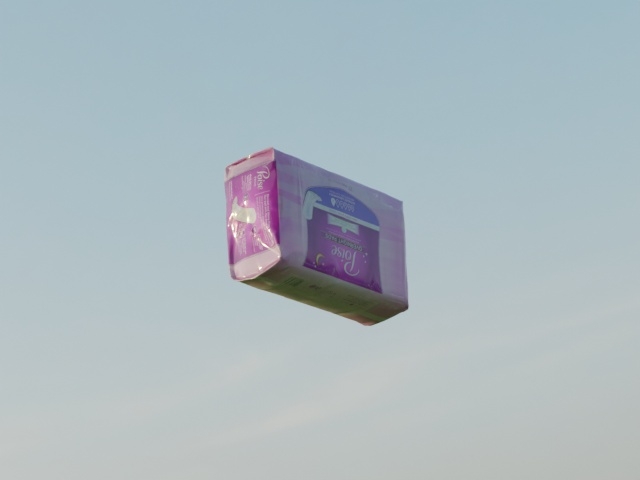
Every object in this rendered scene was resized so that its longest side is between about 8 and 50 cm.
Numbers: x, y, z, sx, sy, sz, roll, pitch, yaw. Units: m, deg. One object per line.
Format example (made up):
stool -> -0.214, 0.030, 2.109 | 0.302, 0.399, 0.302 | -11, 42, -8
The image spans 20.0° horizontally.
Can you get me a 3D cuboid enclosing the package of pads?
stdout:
package of pads -> 0.000, 0.000, 0.705 | 0.032, 0.050, 0.083 | -20, -27, 36
